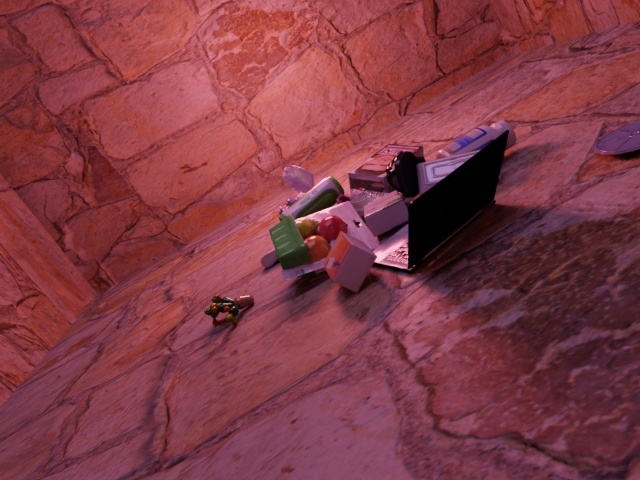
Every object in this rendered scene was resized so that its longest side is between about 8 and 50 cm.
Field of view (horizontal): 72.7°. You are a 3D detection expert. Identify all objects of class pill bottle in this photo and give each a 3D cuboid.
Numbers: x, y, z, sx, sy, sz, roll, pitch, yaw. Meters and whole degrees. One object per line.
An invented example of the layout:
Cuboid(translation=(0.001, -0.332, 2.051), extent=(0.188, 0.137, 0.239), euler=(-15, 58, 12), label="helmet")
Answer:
Cuboid(translation=(0.590, -0.338, 1.643), extent=(0.272, 0.152, 0.152), euler=(-30, 17, -3), label="pill bottle")

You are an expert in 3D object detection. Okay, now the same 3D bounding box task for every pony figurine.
Cuboid(translation=(-0.063, -0.190, 2.167), extent=(0.351, 0.302, 0.363), euler=(10, 26, 13), label="pony figurine")

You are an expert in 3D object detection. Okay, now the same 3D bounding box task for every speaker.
Cuboid(translation=(-0.037, -0.152, 1.912), extent=(0.296, 0.131, 0.131), euler=(-41, 19, -9), label="speaker")

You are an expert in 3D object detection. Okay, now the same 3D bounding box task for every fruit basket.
Cuboid(translation=(0.000, 0.000, 1.624), extent=(0.353, 0.165, 0.327), euler=(-16, 39, -9), label="fruit basket")

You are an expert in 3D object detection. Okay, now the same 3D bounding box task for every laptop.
Cuboid(translation=(0.322, -0.110, 1.304), extent=(0.382, 0.236, 0.408), euler=(-35, 18, -19), label="laptop")

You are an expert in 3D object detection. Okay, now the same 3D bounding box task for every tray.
Cuboid(translation=(0.473, -0.248, 1.517), extent=(0.270, 0.030, 0.145), euler=(-10, 56, 19), label="tray")

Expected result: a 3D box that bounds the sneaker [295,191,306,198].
Cuboid(translation=(-0.055, -0.216, 2.420), extent=(0.297, 0.111, 0.129), euler=(-16, 28, 40), label="sneaker")

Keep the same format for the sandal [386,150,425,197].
Cuboid(translation=(0.328, -0.248, 1.679), extent=(0.107, 0.167, 0.446), euler=(-4, 5, 23), label="sandal")

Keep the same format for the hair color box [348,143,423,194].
Cuboid(translation=(0.306, -0.321, 1.979), extent=(0.185, 0.113, 0.374), euler=(13, 38, 35), label="hair color box")

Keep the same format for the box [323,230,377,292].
Cuboid(translation=(0.087, 0.063, 1.353), extent=(0.130, 0.091, 0.170), euler=(-62, 15, 8), label="box")

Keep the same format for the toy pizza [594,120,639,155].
Cuboid(translation=(0.889, -0.287, 1.225), extent=(0.201, 0.032, 0.201), euler=(-28, 17, 9), label="toy pizza")

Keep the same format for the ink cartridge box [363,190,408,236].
Cuboid(translation=(0.246, -0.105, 1.627), extent=(0.153, 0.087, 0.208), euler=(-26, 12, 12), label="ink cartridge box")

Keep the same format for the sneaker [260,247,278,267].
Cuboid(translation=(-0.171, 0.042, 1.949), extent=(0.212, 0.080, 0.094), euler=(-29, 6, 8), label="sneaker")

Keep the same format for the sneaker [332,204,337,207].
Cuboid(translation=(0.134, -0.170, 1.990), extent=(0.226, 0.086, 0.163), euler=(-19, 29, 2), label="sneaker")

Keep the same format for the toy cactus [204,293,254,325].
Cuboid(translation=(-0.334, 0.254, 1.615), extent=(0.181, 0.112, 0.219), euler=(-16, 9, -22), label="toy cactus")

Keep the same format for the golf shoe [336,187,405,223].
Cuboid(translation=(0.197, -0.160, 1.804), extent=(0.306, 0.140, 0.115), euler=(-17, 20, 32), label="golf shoe")
